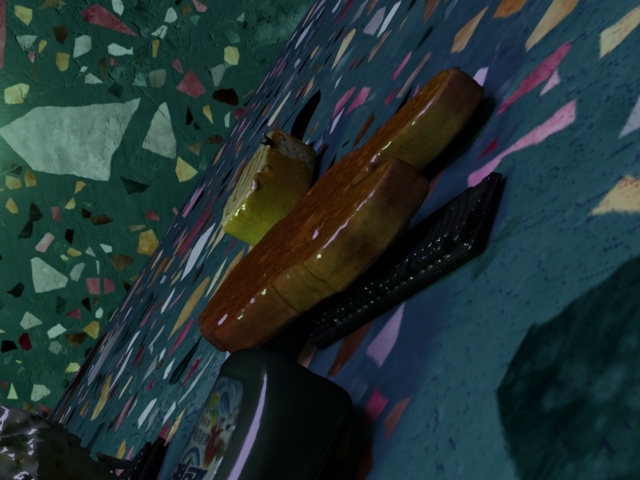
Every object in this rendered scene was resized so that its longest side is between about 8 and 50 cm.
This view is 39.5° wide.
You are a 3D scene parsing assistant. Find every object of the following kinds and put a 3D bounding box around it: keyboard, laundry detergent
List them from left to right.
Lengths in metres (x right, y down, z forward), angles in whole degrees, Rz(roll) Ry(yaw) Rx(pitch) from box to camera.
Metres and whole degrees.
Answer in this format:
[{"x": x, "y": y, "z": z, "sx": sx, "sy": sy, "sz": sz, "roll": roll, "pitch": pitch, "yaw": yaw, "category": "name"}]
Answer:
[{"x": -0.231, "y": 0.296, "z": 0.940, "sx": 0.230, "sy": 0.025, "sz": 0.093, "roll": -50, "pitch": 13, "yaw": 33, "category": "keyboard"}, {"x": -0.064, "y": 0.173, "z": 0.497, "sx": 0.221, "sy": 0.078, "sz": 0.144, "roll": -64, "pitch": 12, "yaw": -14, "category": "laundry detergent"}, {"x": 0.046, "y": 0.018, "z": 0.565, "sx": 0.195, "sy": 0.018, "sz": 0.060, "roll": -39, "pitch": 20, "yaw": 54, "category": "keyboard"}]

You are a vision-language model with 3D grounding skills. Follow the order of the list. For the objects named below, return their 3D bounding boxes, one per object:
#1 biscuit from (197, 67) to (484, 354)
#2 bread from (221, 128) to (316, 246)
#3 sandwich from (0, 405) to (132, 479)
[{"x": 0.000, "y": 0.000, "z": 0.684, "sx": 0.334, "sy": 0.047, "sz": 0.202, "roll": -37, "pitch": 15, "yaw": 51, "category": "biscuit"}, {"x": -0.063, "y": -0.058, "z": 1.017, "sx": 0.122, "sy": 0.073, "sz": 0.149, "roll": -55, "pitch": 13, "yaw": 25, "category": "bread"}, {"x": -0.260, "y": 0.238, "z": 0.656, "sx": 0.325, "sy": 0.262, "sz": 0.131, "roll": -47, "pitch": 23, "yaw": 43, "category": "sandwich"}]
